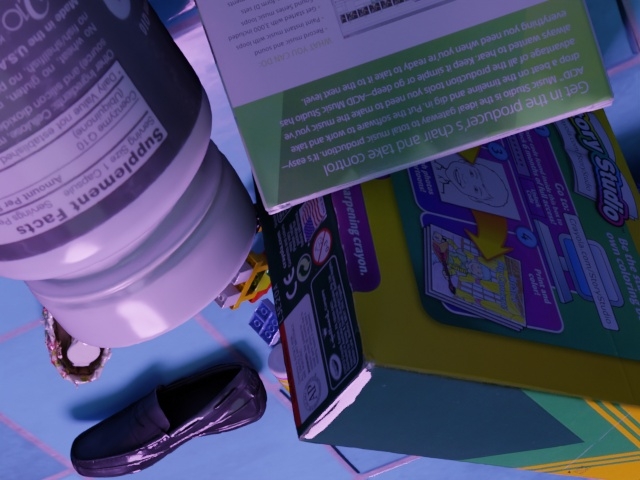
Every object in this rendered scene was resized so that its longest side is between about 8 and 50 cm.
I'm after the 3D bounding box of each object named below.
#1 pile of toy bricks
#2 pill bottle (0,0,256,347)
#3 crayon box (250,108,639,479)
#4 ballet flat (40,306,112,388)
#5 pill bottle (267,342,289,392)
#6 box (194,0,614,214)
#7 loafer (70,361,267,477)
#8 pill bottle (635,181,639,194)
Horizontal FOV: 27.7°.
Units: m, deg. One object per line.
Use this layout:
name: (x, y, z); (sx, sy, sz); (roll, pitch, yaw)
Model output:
pile of toy bricks: (0.000, 0.000, 1.188); (0.105, 0.118, 0.212); (-18, 145, -50)
pill bottle: (-0.200, -0.105, 0.866); (0.204, 0.204, 0.361); (-23, 128, 12)
crayon box: (0.113, -0.005, 0.992); (0.313, 0.363, 0.106); (13, 135, -27)
ballet flat: (-0.215, 0.049, 1.194); (0.091, 0.077, 0.241); (-3, 139, -10)
pill bottle: (-0.022, 0.144, 1.384); (0.043, 0.043, 0.083); (-22, 139, 11)
box: (0.024, -0.203, 0.806); (0.232, 0.058, 0.322); (-17, 96, 13)
loafer: (-0.167, 0.185, 1.375); (0.223, 0.076, 0.078); (-22, 135, 3)
pill bottle: (0.376, 0.000, 1.234); (0.264, 0.153, 0.153); (-19, 140, 6)
